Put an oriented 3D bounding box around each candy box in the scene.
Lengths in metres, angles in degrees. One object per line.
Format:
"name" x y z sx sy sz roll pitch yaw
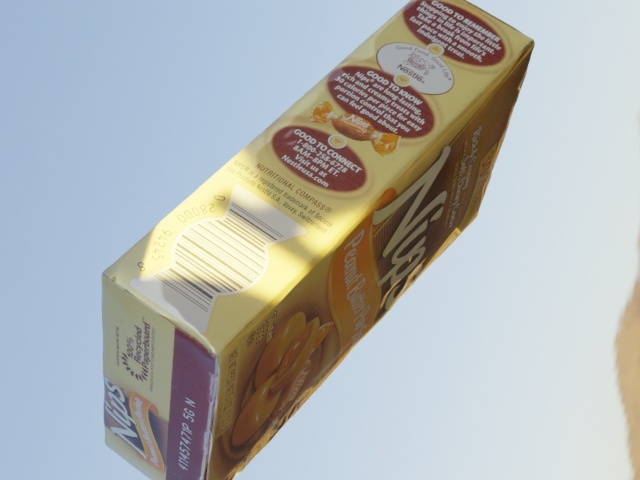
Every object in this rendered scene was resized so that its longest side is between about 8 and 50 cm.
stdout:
"candy box" 0.000 0.000 0.846 0.316 0.087 0.183 -44 -20 -33
